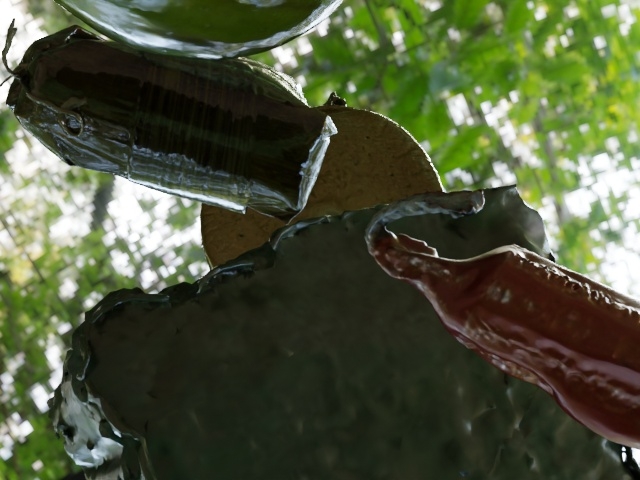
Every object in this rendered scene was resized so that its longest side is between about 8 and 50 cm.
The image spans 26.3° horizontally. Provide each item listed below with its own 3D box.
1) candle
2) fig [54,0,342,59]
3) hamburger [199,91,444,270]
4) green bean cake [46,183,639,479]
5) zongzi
[{"bbox_3d":[0.086,0.031,0.425,0.162,0.048,0.053,25,-120,7],"label":"candle"},{"bbox_3d":[-0.094,-0.149,0.536,0.259,0.151,0.151,-2,-169,-39],"label":"fig"},{"bbox_3d":[0.000,0.000,1.073,0.189,0.122,0.215,36,-114,22],"label":"hamburger"},{"bbox_3d":[0.021,0.119,0.641,0.241,0.255,0.132,-21,172,-19],"label":"green bean cake"},{"bbox_3d":[-0.093,-0.086,0.818,0.187,0.084,0.184,17,-163,-10],"label":"zongzi"}]
